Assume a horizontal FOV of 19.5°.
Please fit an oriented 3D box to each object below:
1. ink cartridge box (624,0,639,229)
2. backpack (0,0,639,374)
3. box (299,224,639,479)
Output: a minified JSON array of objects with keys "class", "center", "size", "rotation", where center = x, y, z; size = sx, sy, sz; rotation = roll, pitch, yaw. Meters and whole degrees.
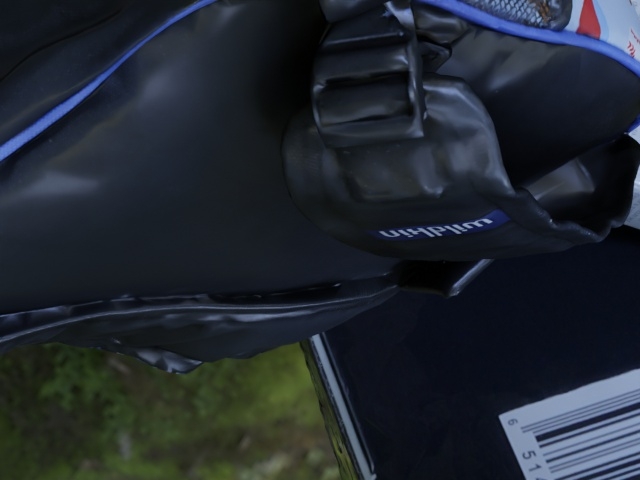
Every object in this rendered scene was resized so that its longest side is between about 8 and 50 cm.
[{"class":"ink cartridge box","center":[0.227,-0.159,1.134],"size":[0.071,0.330,0.324],"rotation":[128,-21,-67]},{"class":"backpack","center":[-0.031,-0.062,0.590],"size":[0.263,0.277,0.213],"rotation":[14,59,-52]},{"class":"box","center":[0.206,0.277,1.212],"size":[0.297,0.480,0.471],"rotation":[-18,141,-5]}]
